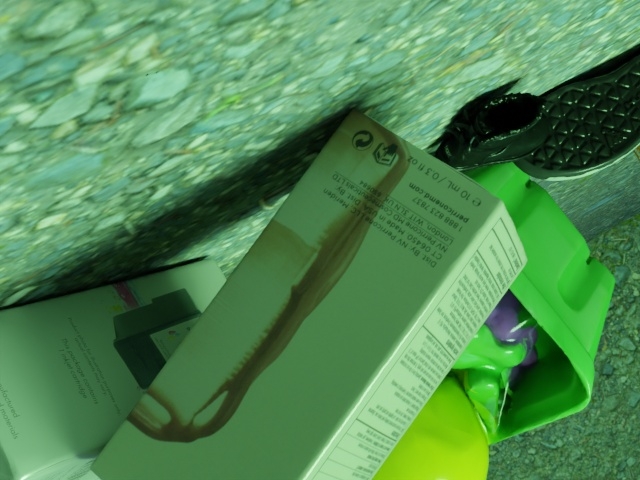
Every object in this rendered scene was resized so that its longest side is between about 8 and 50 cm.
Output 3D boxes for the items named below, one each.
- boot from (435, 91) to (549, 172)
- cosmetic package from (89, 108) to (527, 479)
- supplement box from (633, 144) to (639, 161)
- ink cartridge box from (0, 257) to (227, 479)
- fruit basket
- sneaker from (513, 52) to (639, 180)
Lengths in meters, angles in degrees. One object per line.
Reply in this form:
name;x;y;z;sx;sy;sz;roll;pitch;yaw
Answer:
boot;0.159;-0.097;1.005;0.121;0.045;0.099;-20;170;-21
cosmetic package;0.001;0.080;0.822;0.296;0.129;0.153;-54;158;-5
supplement box;0.422;-0.153;1.376;0.080;0.078;0.233;-28;170;-7
ink cartridge box;-0.181;0.125;0.934;0.207;0.119;0.353;-37;167;32
fruit basket;0.065;0.132;1.124;0.392;0.283;0.392;-39;-177;2
sneaker;0.276;-0.116;1.126;0.234;0.084;0.097;-27;171;-11
